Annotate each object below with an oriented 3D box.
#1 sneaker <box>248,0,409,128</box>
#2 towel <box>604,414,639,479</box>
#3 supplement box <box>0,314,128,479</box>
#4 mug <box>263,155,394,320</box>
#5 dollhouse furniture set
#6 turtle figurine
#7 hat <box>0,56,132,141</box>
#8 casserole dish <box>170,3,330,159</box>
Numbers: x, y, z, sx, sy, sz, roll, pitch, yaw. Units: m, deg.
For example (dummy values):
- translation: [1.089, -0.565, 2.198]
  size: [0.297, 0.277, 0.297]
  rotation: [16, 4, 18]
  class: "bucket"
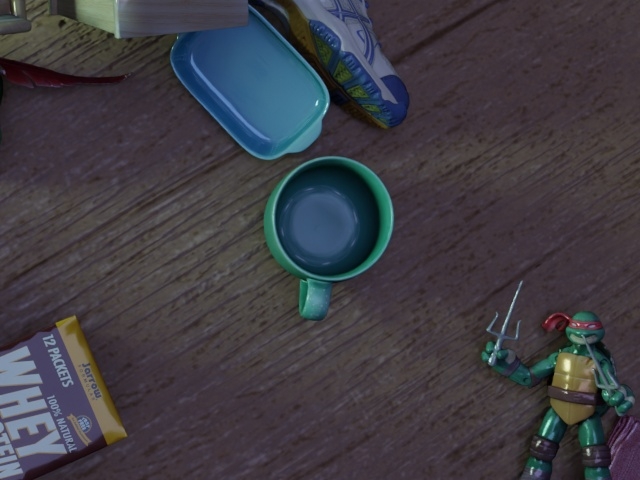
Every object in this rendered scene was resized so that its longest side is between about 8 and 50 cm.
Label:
- translation: [0.014, -0.257, 1.877]
  size: [0.131, 0.112, 0.296]
  rotation: [-45, 104, -23]
  class: "sneaker"
- translation: [0.424, 0.360, 1.939]
  size: [0.329, 0.037, 0.237]
  rotation: [26, 82, -7]
  class: "towel"
- translation: [-0.309, 0.172, 1.743]
  size: [0.194, 0.191, 0.129]
  rotation: [-23, 90, -12]
  class: "supplement box"
- translation: [-0.004, -0.009, 1.862]
  size: [0.129, 0.097, 0.158]
  rotation: [43, 80, -5]
  class: "mug"
- translation: [-0.221, -0.358, 1.711]
  size: [0.286, 0.198, 0.303]
  rotation: [-9, 106, -26]
  class: "dollhouse furniture set"
- translation: [0.267, 0.162, 1.877]
  size: [0.118, 0.175, 0.234]
  rotation: [-4, 99, -49]
  class: "turtle figurine"
- translation: [-0.355, -0.184, 1.837]
  size: [0.208, 0.173, 0.183]
  rotation: [56, 44, -22]
  class: "hat"
- translation: [-0.072, -0.173, 1.880]
  size: [0.114, 0.037, 0.188]
  rotation: [-43, 93, 14]
  class: "casserole dish"
